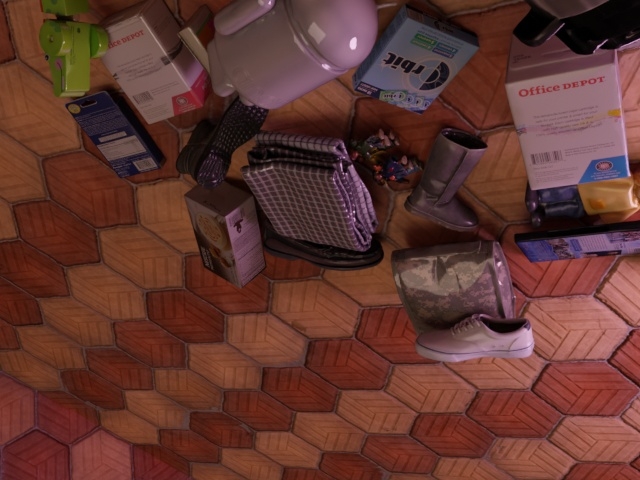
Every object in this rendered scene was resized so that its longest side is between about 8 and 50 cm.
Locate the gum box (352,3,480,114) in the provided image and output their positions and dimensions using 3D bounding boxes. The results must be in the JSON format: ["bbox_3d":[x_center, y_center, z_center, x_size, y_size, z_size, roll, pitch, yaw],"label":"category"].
[{"bbox_3d":[0.170,-0.324,1.286,0.156,0.041,0.184,14,142,-25],"label":"gum box"}]

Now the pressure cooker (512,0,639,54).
[{"bbox_3d":[0.367,-0.467,0.872,0.420,0.376,0.369,37,151,-19],"label":"pressure cooker"}]

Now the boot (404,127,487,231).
[{"bbox_3d":[0.290,-0.125,1.473,0.189,0.076,0.209,14,126,-17],"label":"boot"}]

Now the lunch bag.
[{"bbox_3d":[0.309,0.100,1.619,0.235,0.169,0.287,-6,137,22],"label":"lunch bag"}]

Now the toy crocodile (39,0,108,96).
[{"bbox_3d":[-0.473,-0.436,1.302,0.105,0.115,0.341,14,113,26],"label":"toy crocodile"}]

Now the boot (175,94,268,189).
[{"bbox_3d":[-0.221,-0.235,1.504,0.083,0.247,0.161,32,-177,-39],"label":"boot"}]

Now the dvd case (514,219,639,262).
[{"bbox_3d":[0.551,0.005,1.480,0.252,0.022,0.180,-6,161,26],"label":"dvd case"}]

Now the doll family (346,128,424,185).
[{"bbox_3d":[0.130,-0.166,1.479,0.111,0.076,0.193,-27,124,33],"label":"doll family"}]

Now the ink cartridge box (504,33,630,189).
[{"bbox_3d":[0.431,-0.237,1.223,0.171,0.168,0.233,-6,132,24],"label":"ink cartridge box"}]

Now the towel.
[{"bbox_3d":[-0.021,-0.097,1.511,0.234,0.121,0.284,12,150,30],"label":"towel"}]

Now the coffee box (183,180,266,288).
[{"bbox_3d":[-0.227,-0.019,1.710,0.141,0.098,0.247,29,144,29],"label":"coffee box"}]

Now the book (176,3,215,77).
[{"bbox_3d":[-0.203,-0.372,1.367,0.035,0.096,0.144,-13,128,34],"label":"book"}]

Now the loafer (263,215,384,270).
[{"bbox_3d":[0.000,0.000,1.678,0.302,0.109,0.095,7,132,17],"label":"loafer"}]

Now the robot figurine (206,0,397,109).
[{"bbox_3d":[-0.044,-0.362,1.242,0.353,0.200,0.299,-21,165,36],"label":"robot figurine"}]

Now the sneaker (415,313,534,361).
[{"bbox_3d":[0.336,0.205,1.551,0.257,0.094,0.091,-5,114,8],"label":"sneaker"}]

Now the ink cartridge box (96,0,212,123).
[{"bbox_3d":[-0.341,-0.363,1.429,0.158,0.092,0.218,-10,132,30],"label":"ink cartridge box"}]

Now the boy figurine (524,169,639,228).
[{"bbox_3d":[0.561,-0.083,1.396,0.285,0.092,0.177,-2,134,28],"label":"boy figurine"}]

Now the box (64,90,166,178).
[{"bbox_3d":[-0.474,-0.249,1.636,0.136,0.037,0.225,-9,132,27],"label":"box"}]
